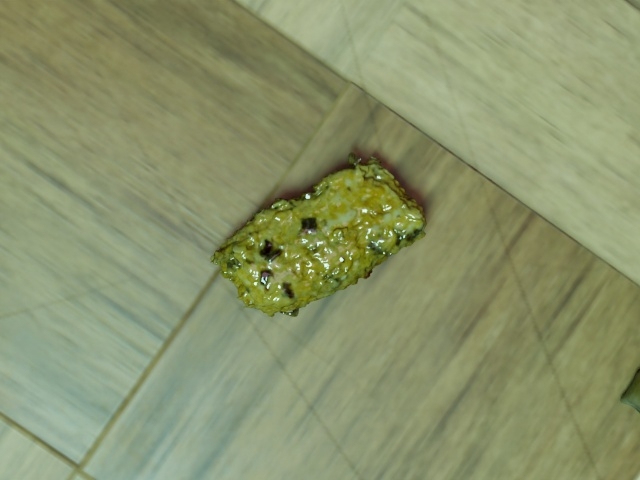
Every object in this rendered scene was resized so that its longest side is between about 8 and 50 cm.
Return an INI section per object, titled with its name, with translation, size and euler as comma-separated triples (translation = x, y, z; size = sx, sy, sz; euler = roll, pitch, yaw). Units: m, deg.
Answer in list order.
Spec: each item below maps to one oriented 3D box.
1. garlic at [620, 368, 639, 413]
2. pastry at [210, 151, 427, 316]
[garlic]
translation = 0.363, 0.061, 0.992
size = 0.318, 0.112, 0.143
euler = -24, 94, 6
[pastry]
translation = 0.000, 0.000, 0.974
size = 0.140, 0.056, 0.080
euler = -36, 81, -2
